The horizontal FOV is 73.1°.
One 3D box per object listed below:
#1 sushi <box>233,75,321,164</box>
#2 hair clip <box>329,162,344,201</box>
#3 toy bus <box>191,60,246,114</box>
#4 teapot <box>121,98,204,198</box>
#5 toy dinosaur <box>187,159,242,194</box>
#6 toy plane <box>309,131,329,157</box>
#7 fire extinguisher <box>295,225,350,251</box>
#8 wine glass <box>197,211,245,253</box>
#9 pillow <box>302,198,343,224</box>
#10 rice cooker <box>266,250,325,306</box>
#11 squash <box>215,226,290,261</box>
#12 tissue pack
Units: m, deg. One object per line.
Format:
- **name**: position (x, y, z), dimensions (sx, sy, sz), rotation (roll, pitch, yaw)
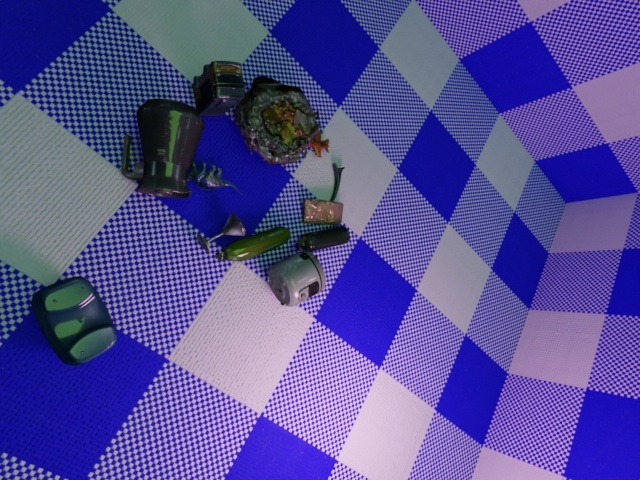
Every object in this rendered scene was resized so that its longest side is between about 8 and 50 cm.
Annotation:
- **sushi**: position (-0.201, -0.536, 1.985), dimensions (0.418, 0.176, 0.417), rotation (4, 83, -31)
- **hair clip**: position (0.077, -0.280, 2.221), dimensions (0.070, 0.039, 0.229), rotation (16, 78, -32)
- **toy bus**: position (-0.425, -0.626, 1.790), dimensions (0.139, 0.275, 0.167), rotation (-10, 93, -33)
- **teapot**: position (-0.615, -0.350, 1.676), dimensions (0.300, 0.253, 0.343), rotation (4, 85, 5)
- **toy dinosaur**: position (-0.487, -0.272, 1.837), dimensions (0.329, 0.076, 0.144), rotation (0, 96, -28)
- **toy plane**: position (-0.038, -0.484, 2.161), dimensions (0.188, 0.062, 0.135), rotation (0, 85, -19)
- **fire extinguisher**: position (0.000, 0.000, 2.104), dimensions (0.311, 0.114, 0.095), rotation (-12, 117, -32)
- **wine glass**: position (-0.426, -0.028, 1.835), dimensions (0.183, 0.122, 0.122), rotation (-31, 102, -26)
- **pillow**: position (0.015, -0.140, 2.156), dimensions (0.233, 0.043, 0.126), rotation (3, 96, -31)
- **rice cooker**: position (-0.099, 0.173, 1.961), dimensions (0.244, 0.226, 0.226), rotation (-27, 100, -34)
- **squash**: position (-0.291, 0.021, 1.921), dimensions (0.379, 0.101, 0.101), rotation (-21, 97, -36)
- **tissue pack**: position (-0.847, 0.275, 1.487), dimensions (0.198, 0.206, 0.287), rotation (-33, 105, -40)
